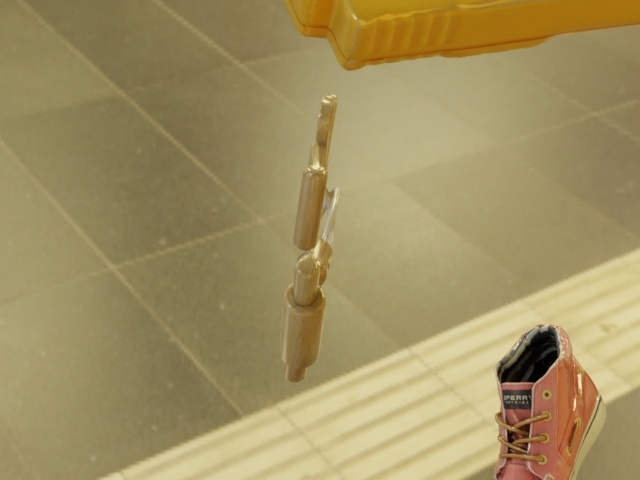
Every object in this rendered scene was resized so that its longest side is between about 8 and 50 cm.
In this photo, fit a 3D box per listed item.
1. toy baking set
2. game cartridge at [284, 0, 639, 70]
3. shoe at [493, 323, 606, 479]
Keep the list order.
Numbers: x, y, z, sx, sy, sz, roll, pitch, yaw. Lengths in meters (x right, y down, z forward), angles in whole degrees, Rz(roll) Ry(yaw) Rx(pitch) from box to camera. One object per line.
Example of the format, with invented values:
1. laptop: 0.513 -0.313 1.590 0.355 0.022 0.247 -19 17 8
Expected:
1. toy baking set: -0.001 0.005 0.846 0.030 0.256 0.197 10 53 2
2. game cartridge: 0.105 -0.234 0.655 0.323 0.053 0.285 -11 61 -16
3. shoe: 0.137 0.135 0.745 0.063 0.081 0.178 -11 28 39
